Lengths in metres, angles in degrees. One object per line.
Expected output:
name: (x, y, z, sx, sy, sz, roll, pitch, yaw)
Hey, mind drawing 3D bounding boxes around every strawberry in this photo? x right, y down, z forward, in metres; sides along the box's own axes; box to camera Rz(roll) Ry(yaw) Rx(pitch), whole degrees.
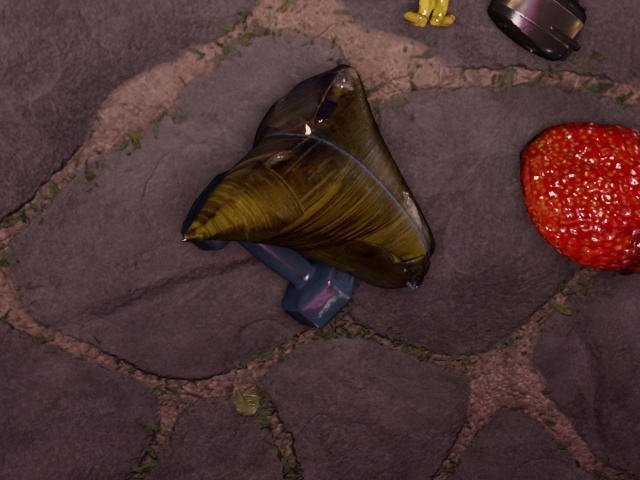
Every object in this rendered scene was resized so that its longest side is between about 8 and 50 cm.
strawberry: (0.483, -0.091, 1.314, 0.288, 0.250, 0.238, 41, 113, 5)

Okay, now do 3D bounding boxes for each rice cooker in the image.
rice cooker: (0.354, -0.363, 1.233, 0.165, 0.112, 0.106, 18, 105, -20)

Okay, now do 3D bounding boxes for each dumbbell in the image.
dumbbell: (-0.085, 0.019, 1.342, 0.316, 0.143, 0.156, 39, 102, -21)

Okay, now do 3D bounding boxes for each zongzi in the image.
zongzi: (0.000, 0.000, 1.184, 0.208, 0.432, 0.403, -11, 122, 39)

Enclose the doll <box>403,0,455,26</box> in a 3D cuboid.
doll: (0.205, -0.508, 1.137, 0.094, 0.160, 0.365, 32, 118, 25)
